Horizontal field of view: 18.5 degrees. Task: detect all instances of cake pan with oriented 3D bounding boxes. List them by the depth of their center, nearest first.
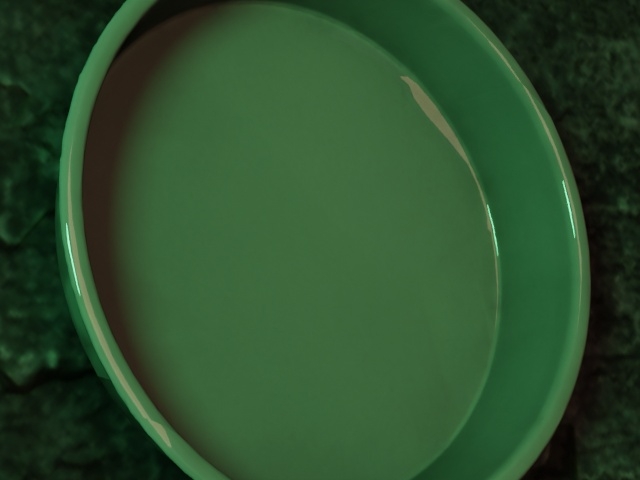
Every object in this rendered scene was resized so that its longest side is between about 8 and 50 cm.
[{"bbox_3d":[0.000,0.000,0.927,0.293,0.054,0.293,10,71,-31],"label":"cake pan"}]
